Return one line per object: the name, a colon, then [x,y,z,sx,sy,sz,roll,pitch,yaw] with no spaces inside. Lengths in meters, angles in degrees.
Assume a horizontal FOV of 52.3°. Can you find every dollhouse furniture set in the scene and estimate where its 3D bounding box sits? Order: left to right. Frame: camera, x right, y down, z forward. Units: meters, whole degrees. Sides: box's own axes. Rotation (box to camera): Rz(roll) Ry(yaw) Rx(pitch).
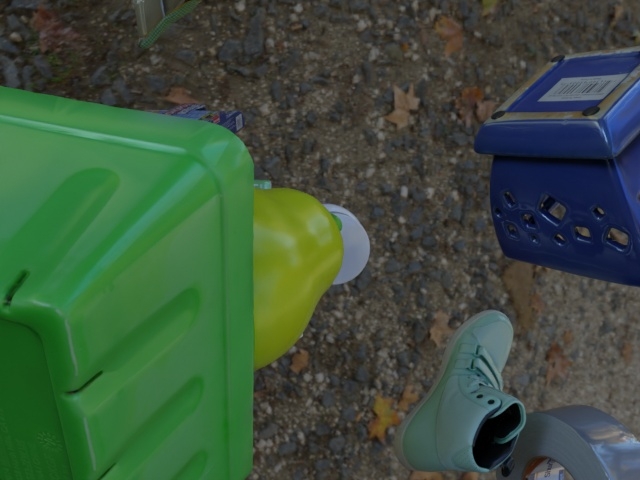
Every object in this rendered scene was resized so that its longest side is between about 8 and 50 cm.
dollhouse furniture set: [-0.272,-0.522,1.343,0.151,0.198,0.301,21,44,-44]

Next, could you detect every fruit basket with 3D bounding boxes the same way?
fruit basket: [-0.146,0.050,0.556,0.392,0.283,0.392,12,90,-78]

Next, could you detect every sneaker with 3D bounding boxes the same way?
sneaker: [0.214,0.186,0.810,0.094,0.151,0.256,50,58,-16]

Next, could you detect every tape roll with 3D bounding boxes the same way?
tape roll: [0.312,0.317,0.799,0.072,0.219,0.219,-4,100,-24]

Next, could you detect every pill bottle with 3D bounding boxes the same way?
pill bottle: [0.000,0.000,1.338,0.160,0.283,0.160,-2,97,-12]

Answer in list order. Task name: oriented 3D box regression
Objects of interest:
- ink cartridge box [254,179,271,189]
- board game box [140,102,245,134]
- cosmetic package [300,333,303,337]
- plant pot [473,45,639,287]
ink cartridge box: [-0.201,-0.032,1.072,0.220,0.160,0.092,4,64,-14]
board game box: [-0.267,-0.217,1.225,0.194,0.194,0.060,-60,152,-61]
cosmetic package: [-0.180,0.171,1.273,0.224,0.225,0.138,-22,90,-16]
plant pot: [0.350,-0.108,0.822,0.236,0.236,0.212,-41,118,-21]
